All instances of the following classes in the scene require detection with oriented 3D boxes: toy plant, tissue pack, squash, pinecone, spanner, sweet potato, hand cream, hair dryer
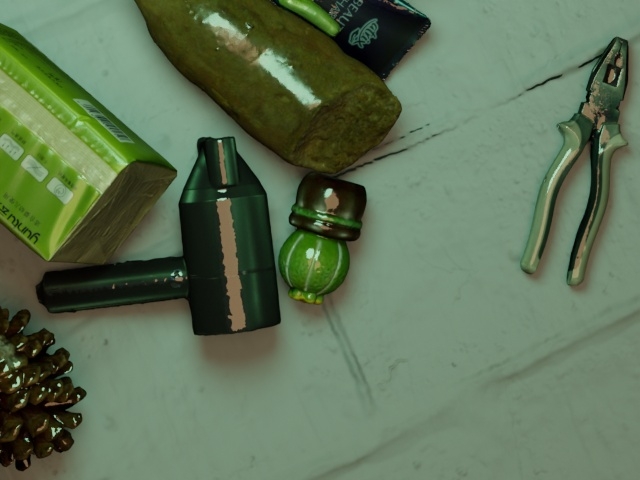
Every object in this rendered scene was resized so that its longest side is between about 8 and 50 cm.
[{"bbox_3d":[0.000,0.000,1.938,0.093,0.093,0.162,15,92,-7],"label":"toy plant"},{"bbox_3d":[-0.336,-0.114,1.798,0.275,0.200,0.167,40,95,10],"label":"tissue pack"},{"bbox_3d":[-0.012,-0.281,1.904,0.089,0.027,0.027,31,90,-18],"label":"squash"},{"bbox_3d":[-0.381,0.185,1.866,0.212,0.169,0.185,46,72,-10],"label":"pinecone"},{"bbox_3d":[0.339,-0.105,1.996,0.096,0.040,0.324,16,93,-8],"label":"spanner"},{"bbox_3d":[-0.080,-0.222,1.893,0.370,0.158,0.158,38,89,0],"label":"sweet potato"},{"bbox_3d":[0.000,-0.312,1.931,0.270,0.061,0.120,37,114,-11],"label":"hand cream"},{"bbox_3d":[-0.211,0.002,1.916,0.303,0.116,0.244,-7,92,1],"label":"hair dryer"}]
